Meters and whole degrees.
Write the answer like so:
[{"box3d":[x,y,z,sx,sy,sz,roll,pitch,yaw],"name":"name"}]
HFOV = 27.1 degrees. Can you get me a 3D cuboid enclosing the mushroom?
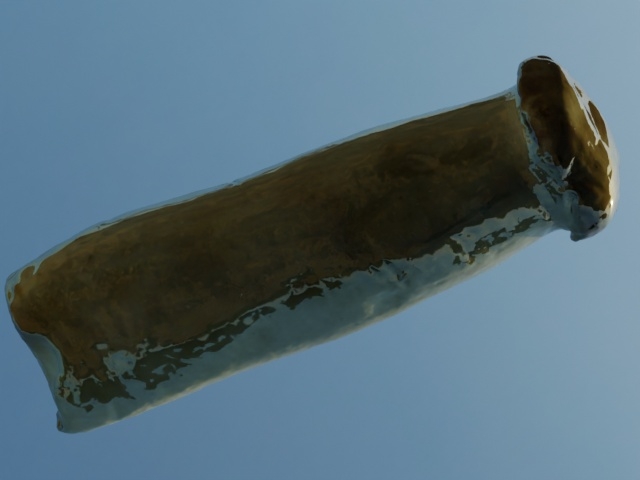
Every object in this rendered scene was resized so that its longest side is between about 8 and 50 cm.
[{"box3d":[0.000,0.000,0.662,0.312,0.100,0.081,-21,-165,0],"name":"mushroom"}]
